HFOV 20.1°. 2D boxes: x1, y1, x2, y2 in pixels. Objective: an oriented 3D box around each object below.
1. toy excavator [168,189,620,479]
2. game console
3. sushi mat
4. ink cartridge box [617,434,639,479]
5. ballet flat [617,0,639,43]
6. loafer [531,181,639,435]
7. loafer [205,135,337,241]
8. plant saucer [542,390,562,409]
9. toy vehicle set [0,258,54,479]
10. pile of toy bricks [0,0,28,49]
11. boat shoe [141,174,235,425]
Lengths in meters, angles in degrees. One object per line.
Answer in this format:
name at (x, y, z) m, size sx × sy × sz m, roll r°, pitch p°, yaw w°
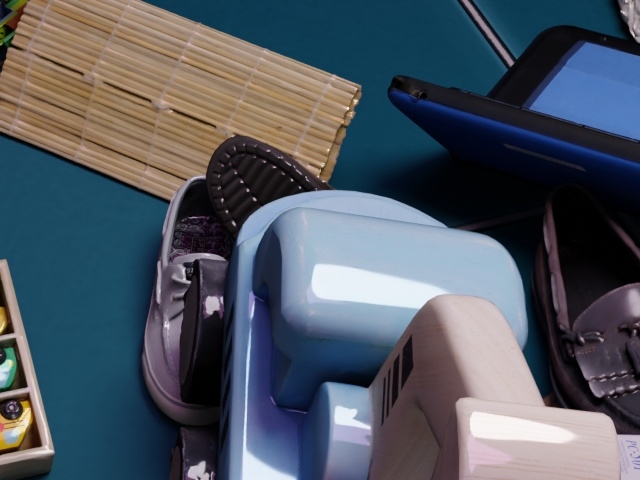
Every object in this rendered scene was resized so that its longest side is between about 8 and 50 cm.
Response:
toy excavator at (0.042, 0.096, 1.090) m, size 0.222 × 0.445 × 0.432 m, roll 8°, pitch 53°, yaw -9°
game console at (0.247, -0.118, 1.497) m, size 0.293 × 0.250 × 0.173 m, roll 19°, pitch 83°, yaw 30°
sushi mat at (-0.129, -0.115, 1.539) m, size 0.317 × 0.151 × 0.019 m, roll 22°, pitch 5°, yaw 17°
ink cartridge box at (0.212, 0.221, 1.147) m, size 0.046 × 0.097 × 0.207 m, roll 2°, pitch 30°, yaw -3°
ballet flat at (0.348, -0.304, 1.762) m, size 0.147 × 0.147 × 0.409 m, roll -3°, pitch 46°, yaw -8°
loafer at (0.216, 0.057, 1.352) m, size 0.109 × 0.095 × 0.302 m, roll -13°, pitch 28°, yaw -3°
loafer at (0.000, 0.000, 1.435) m, size 0.220 × 0.080 × 0.078 m, roll 42°, pitch 13°, yaw -4°
plant saucer at (0.271, 0.186, 1.322) m, size 0.278 × 0.041 × 0.278 m, roll 3°, pitch 43°, yaw -3°
toy vehicle set at (-0.341, 0.114, 1.303) m, size 0.267 × 0.035 × 0.166 m, roll -11°, pitch 62°, yaw -18°
pile of toy bricks at (-0.284, -0.210, 1.636) m, size 0.212 × 0.118 × 0.105 m, roll -40°, pitch 44°, yaw -17°
boat shoe at (-0.099, 0.039, 1.406) m, size 0.079 × 0.081 × 0.227 m, roll 1°, pitch 44°, yaw -4°
